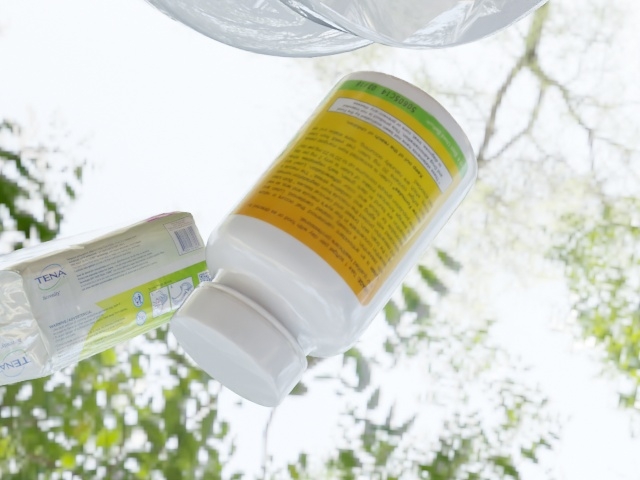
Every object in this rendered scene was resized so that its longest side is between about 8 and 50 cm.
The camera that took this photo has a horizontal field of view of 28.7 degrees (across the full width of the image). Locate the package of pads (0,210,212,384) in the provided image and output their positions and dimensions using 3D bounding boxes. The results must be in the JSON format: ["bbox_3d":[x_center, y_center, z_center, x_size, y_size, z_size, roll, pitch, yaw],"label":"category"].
[{"bbox_3d":[-0.274,0.061,1.129,0.296,0.101,0.229,-13,-174,37],"label":"package of pads"}]

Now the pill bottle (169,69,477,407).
[{"bbox_3d":[0.000,0.000,0.942,0.136,0.136,0.246,20,-119,36],"label":"pill bottle"}]

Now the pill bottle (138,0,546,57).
[{"bbox_3d":[-0.041,-0.223,0.630,0.229,0.229,0.407,-7,-157,-27],"label":"pill bottle"}]
